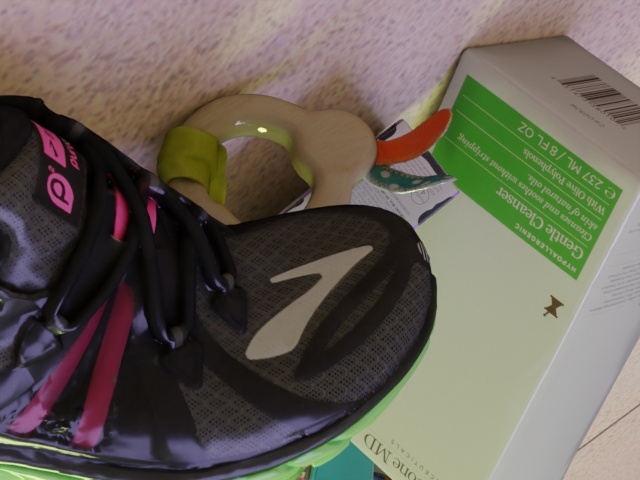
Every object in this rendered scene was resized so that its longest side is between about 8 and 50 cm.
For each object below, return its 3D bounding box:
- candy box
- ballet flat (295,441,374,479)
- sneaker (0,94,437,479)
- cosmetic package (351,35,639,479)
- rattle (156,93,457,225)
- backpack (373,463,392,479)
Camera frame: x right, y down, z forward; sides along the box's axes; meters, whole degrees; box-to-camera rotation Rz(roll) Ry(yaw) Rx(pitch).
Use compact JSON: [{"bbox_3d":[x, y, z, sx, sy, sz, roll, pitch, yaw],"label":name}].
[{"bbox_3d":[0.000,0.000,1.313,0.196,0.070,0.165,-39,-178,0],"label":"candy box"},{"bbox_3d":[0.004,0.262,1.647,0.091,0.241,0.077,-5,-174,-36],"label":"ballet flat"},{"bbox_3d":[-0.136,0.029,0.974,0.482,0.185,0.202,-4,131,-28],"label":"sneaker"},{"bbox_3d":[0.159,0.038,1.466,0.155,0.197,0.366,-14,134,-48],"label":"cosmetic package"},{"bbox_3d":[-0.015,-0.025,1.215,0.199,0.130,0.143,-16,141,-24],"label":"rattle"},{"bbox_3d":[0.054,0.296,1.792,0.276,0.263,0.213,-53,148,16],"label":"backpack"}]
